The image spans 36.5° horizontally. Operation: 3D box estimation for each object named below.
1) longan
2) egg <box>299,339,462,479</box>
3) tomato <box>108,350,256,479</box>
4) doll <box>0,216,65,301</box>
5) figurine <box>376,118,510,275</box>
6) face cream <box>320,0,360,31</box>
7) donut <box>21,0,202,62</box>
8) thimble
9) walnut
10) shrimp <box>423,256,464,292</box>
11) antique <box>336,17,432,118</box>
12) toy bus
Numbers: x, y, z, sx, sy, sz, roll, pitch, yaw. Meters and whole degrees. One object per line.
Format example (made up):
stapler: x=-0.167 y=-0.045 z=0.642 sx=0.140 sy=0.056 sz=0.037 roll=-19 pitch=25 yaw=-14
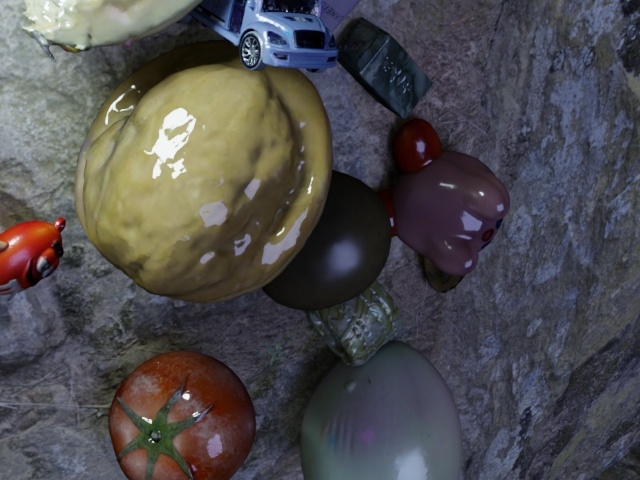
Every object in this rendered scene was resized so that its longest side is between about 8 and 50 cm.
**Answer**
longan: x=0.000 y=0.000 z=1.726 sx=0.258 sy=0.258 sz=0.258 roll=-24 pitch=135 yaw=-26
egg: x=0.133 y=0.380 z=2.106 sx=0.354 sy=0.354 sz=0.340 roll=-5 pitch=99 yaw=-40
tomato: x=-0.245 y=0.330 z=1.766 sx=0.265 sy=0.265 sz=0.265 roll=-24 pitch=135 yaw=-26
doll: x=-0.467 y=0.043 z=1.448 sx=0.217 sy=0.085 sz=0.183 roll=-33 pitch=166 yaw=-23
figurine: x=0.243 y=-0.079 z=1.927 sx=0.270 sy=0.261 sz=0.211 roll=-65 pitch=166 yaw=18
face cream: x=-0.020 y=-0.367 z=1.537 sx=0.274 sy=0.096 sz=0.154 roll=-44 pitch=146 yaw=16
donut: x=-0.253 y=-0.423 z=1.189 sx=0.307 sy=0.150 sz=0.371 roll=-16 pitch=134 yaw=-10
thimble: x=0.074 y=0.161 z=1.991 sx=0.143 sy=0.137 sz=0.190 roll=-41 pitch=115 yaw=-16
walnut: x=-0.173 y=-0.092 z=1.442 sx=0.383 sy=0.383 sz=0.384 roll=-24 pitch=135 yaw=-26
shrimp: x=0.295 y=0.020 z=2.163 sx=0.173 sy=0.058 sz=0.253 roll=-41 pitch=144 yaw=-22
antique: x=0.106 y=-0.303 z=1.693 sx=0.088 sy=0.086 sz=0.183 roll=-51 pitch=141 yaw=3
toy bus: x=-0.092 y=-0.329 z=1.328 sx=0.125 sy=0.292 sz=0.133 roll=-7 pitch=123 yaw=-39
